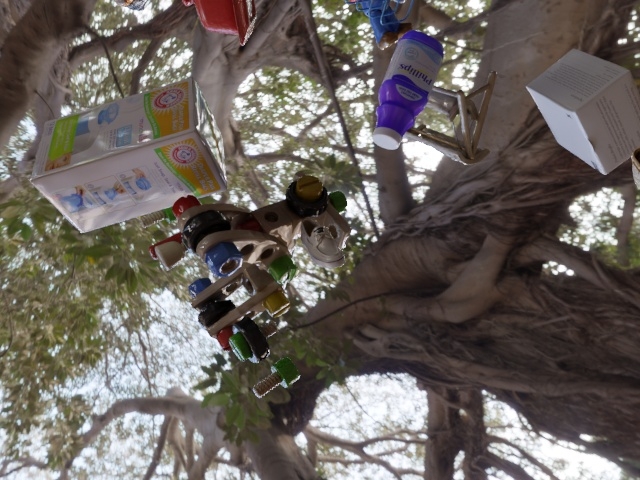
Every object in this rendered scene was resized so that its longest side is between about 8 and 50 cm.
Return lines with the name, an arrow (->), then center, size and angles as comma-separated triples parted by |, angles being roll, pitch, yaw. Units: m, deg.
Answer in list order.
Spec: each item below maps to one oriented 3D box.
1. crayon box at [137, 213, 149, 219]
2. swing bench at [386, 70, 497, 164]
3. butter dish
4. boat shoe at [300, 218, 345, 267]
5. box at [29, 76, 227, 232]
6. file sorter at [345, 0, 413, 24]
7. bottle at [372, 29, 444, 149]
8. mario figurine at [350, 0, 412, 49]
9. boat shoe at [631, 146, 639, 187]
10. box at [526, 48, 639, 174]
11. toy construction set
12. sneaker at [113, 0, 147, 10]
crayon box -> -0.404, -0.200, 1.335 | 0.323, 0.083, 0.203 | -41, -24, -3
swing bench -> 0.330, -0.352, 1.394 | 0.165, 0.253, 0.254 | -33, -45, -26
butter dish -> -0.178, -0.421, 0.847 | 0.119, 0.160, 0.159 | -4, -57, 3
boat shoe -> 0.000, 0.000, 0.612 | 0.035, 0.100, 0.035 | -16, -61, -15
box -> -0.232, -0.107, 0.631 | 0.203, 0.114, 0.103 | -15, -38, 3
file sorter -> 0.131, -0.600, 1.184 | 0.118, 0.170, 0.104 | -29, -30, -37
bottle -> 0.199, -0.353, 1.183 | 0.118, 0.092, 0.282 | 24, -104, -8
mario figurine -> 0.165, -0.750, 1.491 | 0.170, 0.198, 0.320 | -29, -74, 22
boat shoe -> 0.476, -0.089, 0.676 | 0.063, 0.170, 0.059 | -31, -72, 10
box -> 0.543, -0.262, 1.009 | 0.119, 0.181, 0.181 | -38, -58, 14
toy construction set -> -0.094, 0.004, 0.729 | 0.237, 0.309, 0.257 | -30, -53, -27
sneaker -> -0.408, -0.640, 1.178 | 0.084, 0.083, 0.215 | 44, -78, 12
